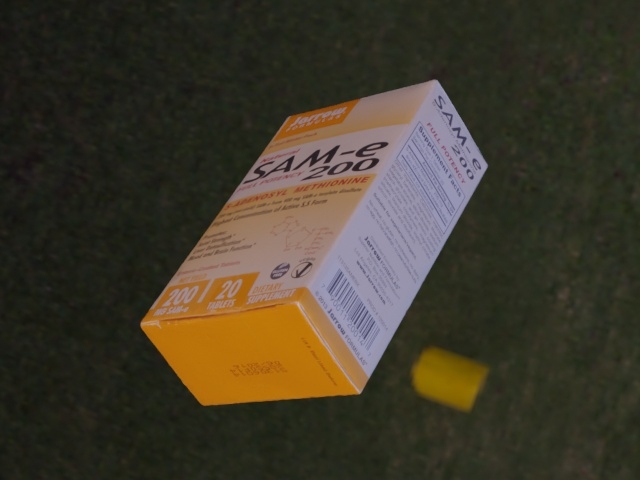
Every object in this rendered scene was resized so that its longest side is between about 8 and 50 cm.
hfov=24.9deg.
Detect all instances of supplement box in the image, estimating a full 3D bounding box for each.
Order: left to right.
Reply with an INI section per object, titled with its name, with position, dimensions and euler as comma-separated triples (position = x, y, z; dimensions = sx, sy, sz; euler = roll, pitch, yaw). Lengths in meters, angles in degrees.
[supplement box]
position = 0.000, 0.000, 0.424
dimensions = 0.036, 0.062, 0.098
euler = 56, 45, -26
